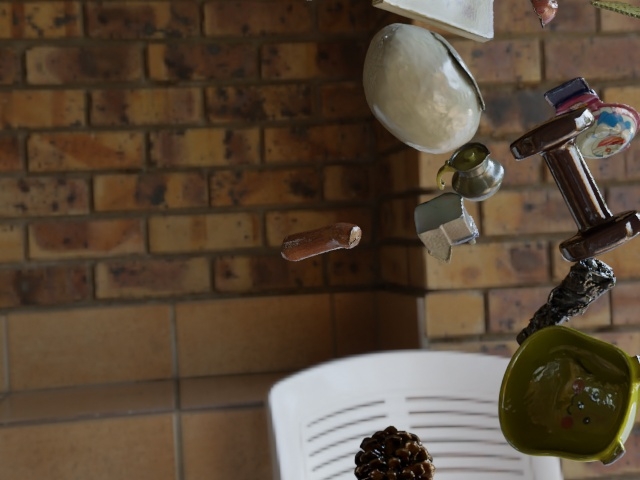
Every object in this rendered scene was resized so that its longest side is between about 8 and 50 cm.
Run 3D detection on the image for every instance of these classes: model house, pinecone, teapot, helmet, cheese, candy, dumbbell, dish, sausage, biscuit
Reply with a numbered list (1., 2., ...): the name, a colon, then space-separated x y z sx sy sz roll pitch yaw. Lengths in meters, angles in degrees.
1. model house: 0.246 -0.025 1.762 0.100 0.088 0.100 -23 -51 21
2. pinecone: 0.143 0.458 1.779 0.162 0.163 0.165 -3 17 2
3. teapot: 0.358 -0.163 2.227 0.165 0.130 0.119 -8 -46 25
4. helmet: 0.485 -0.499 1.976 0.049 0.065 0.084 -24 -32 19
5. cheese: 0.490 -0.215 1.669 0.155 0.062 0.244 -25 -39 28
6. candy: 0.183 -0.284 1.767 0.185 0.295 0.295 -38 2 -4
7. dumbbell: 0.403 -0.087 1.446 0.140 0.226 0.124 -25 1 10
8. dish: 0.429 0.265 1.515 0.108 0.221 0.262 24 -10 -37
9. sausage: 0.001 0.001 1.357 0.047 0.040 0.176 -28 9 -38
10. biscuit: 0.742 -0.512 2.091 0.139 0.016 0.231 -10 30 -39

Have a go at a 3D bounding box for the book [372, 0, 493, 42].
1. book: 0.181 -0.412 1.439 0.230 0.161 0.026 8 -10 -34

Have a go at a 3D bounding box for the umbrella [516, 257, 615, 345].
1. umbrella: 0.406 0.118 1.566 0.080 0.071 0.224 19 -46 -16
